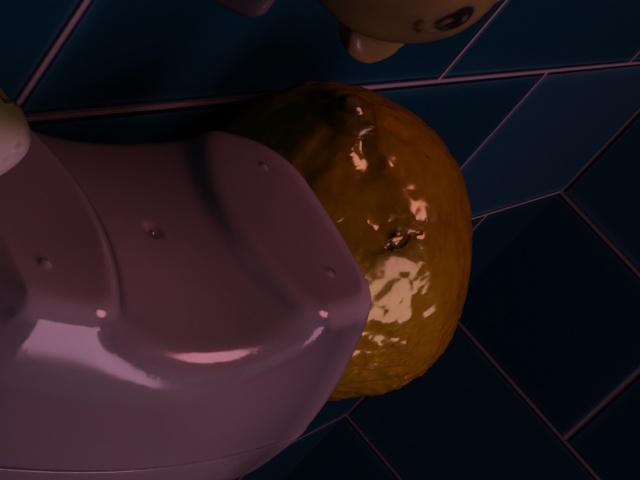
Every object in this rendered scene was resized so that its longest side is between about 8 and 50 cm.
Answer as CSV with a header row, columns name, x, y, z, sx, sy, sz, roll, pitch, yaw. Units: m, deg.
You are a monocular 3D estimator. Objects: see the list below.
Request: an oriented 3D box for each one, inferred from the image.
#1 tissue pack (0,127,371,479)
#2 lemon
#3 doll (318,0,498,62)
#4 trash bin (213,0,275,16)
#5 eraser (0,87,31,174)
name,x,y,z,sx,sy,sz,roll,pitch,yaw
tissue pack,-0.155,0.059,0.899,0.333,0.229,0.236,3,133,-43
lemon,0.000,0.000,1.156,0.268,0.268,0.322,-35,141,-23
doll,0.094,-0.243,0.887,0.260,0.161,0.177,-42,146,-4
trash bin,-0.001,-0.243,0.642,0.236,0.101,0.177,-48,-152,36
eraser,-0.204,-0.114,0.296,0.092,0.274,0.210,-40,164,1
